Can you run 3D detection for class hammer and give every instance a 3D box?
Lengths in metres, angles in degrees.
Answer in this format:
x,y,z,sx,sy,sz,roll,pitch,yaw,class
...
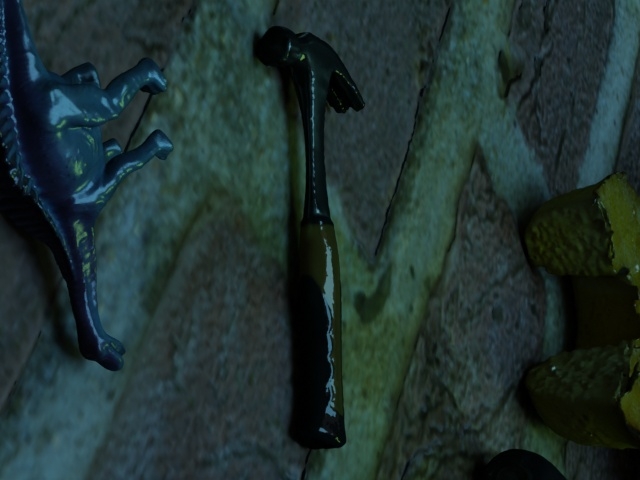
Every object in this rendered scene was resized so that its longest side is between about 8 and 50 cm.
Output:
x,y,z,sx,sy,sz,roll,pitch,yaw,class
0.000,0.000,0.885,0.078,0.021,0.201,11,75,-61,hammer

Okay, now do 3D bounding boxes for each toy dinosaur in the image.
x,y,z,sx,sy,sz,roll,pitch,yaw,class
-0.098,-0.041,0.687,0.080,0.045,0.197,-41,124,-45,toy dinosaur

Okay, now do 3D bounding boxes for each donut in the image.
x,y,z,sx,sy,sz,roll,pitch,yaw,class
0.180,0.052,1.157,0.146,0.078,0.181,25,56,-59,donut

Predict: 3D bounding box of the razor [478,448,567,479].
x,y,z,sx,sy,sz,roll,pitch,yaw,class
0.135,0.192,1.061,0.148,0.054,0.090,53,44,-42,razor
